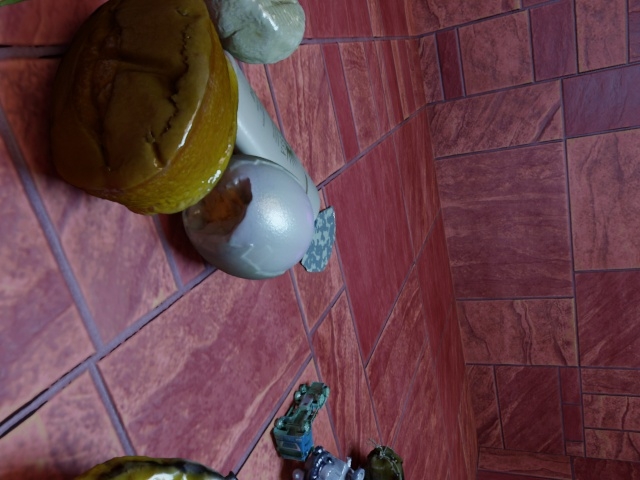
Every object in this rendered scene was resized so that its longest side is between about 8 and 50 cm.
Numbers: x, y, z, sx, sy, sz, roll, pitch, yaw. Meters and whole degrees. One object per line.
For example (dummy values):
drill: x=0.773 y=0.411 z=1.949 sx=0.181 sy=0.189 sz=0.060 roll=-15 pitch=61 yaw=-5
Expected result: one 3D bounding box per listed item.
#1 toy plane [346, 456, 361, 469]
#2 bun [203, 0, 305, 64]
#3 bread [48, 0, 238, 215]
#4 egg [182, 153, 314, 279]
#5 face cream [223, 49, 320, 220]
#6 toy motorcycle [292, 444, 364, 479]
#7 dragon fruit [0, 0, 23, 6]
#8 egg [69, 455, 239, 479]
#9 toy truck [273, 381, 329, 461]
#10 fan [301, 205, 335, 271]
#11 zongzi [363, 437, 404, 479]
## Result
toy plane: x=0.064 y=0.603 z=1.099 sx=0.171 sy=0.065 sz=0.162 roll=-14 pitch=101 yaw=-70
bun: x=-0.131 y=-0.386 z=0.772 sx=0.220 sy=0.134 sz=0.220 roll=37 pitch=32 yaw=-28
bread: x=-0.194 y=-0.161 z=0.531 sx=0.143 sy=0.195 sz=0.270 roll=52 pitch=36 yaw=-60
egg: x=-0.096 y=-0.031 z=0.723 sx=0.217 sy=0.183 sz=0.183 roll=16 pitch=71 yaw=-61
face cream: x=-0.097 y=-0.157 z=0.840 sx=0.348 sy=0.081 sz=0.174 roll=54 pitch=14 yaw=-48
toy motorcycle: x=0.015 y=0.523 z=0.943 sx=0.171 sy=0.110 sz=0.260 roll=-60 pitch=143 yaw=-25
dragon fruit: x=-0.277 y=-0.276 z=0.317 sx=0.303 sy=0.237 sz=0.231 roll=-55 pitch=157 yaw=-31
egg: x=-0.199 y=0.354 z=0.467 sx=0.286 sy=0.174 sz=0.264 roll=21 pitch=63 yaw=-36
toy truck: x=-0.030 y=0.357 z=0.944 sx=0.175 sy=0.067 sz=0.081 roll=-46 pitch=132 yaw=-63
fan: x=0.000 y=0.000 z=1.133 sx=0.240 sy=0.009 sz=0.131 roll=-62 pitch=140 yaw=-50
zongzi: x=0.147 y=0.652 z=1.172 sx=0.248 sy=0.111 sz=0.241 roll=79 pitch=21 yaw=-52
